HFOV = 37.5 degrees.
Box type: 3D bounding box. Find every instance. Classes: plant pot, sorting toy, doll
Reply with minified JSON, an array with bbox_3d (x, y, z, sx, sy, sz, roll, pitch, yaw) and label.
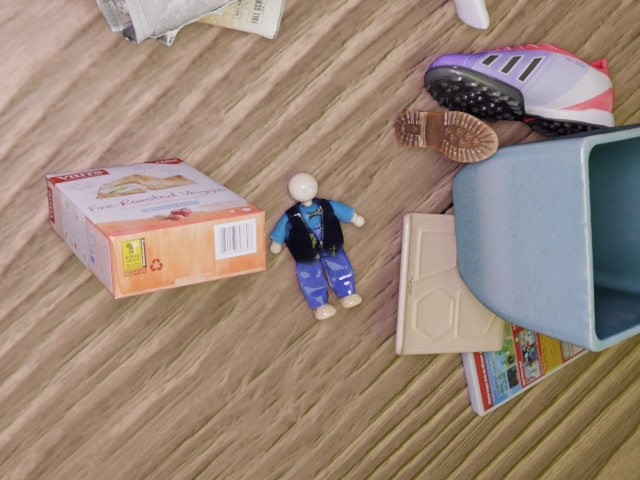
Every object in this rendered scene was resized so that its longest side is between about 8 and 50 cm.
[{"bbox_3d":[0.310,-0.023,1.213,0.247,0.252,0.247,-13,103,-38],"label":"plant pot"},{"bbox_3d":[0.184,0.060,1.316,0.208,0.038,0.193,2,93,-35],"label":"sorting toy"},{"bbox_3d":[0.000,0.000,1.193,0.129,0.046,0.189,-23,112,-12],"label":"doll"}]

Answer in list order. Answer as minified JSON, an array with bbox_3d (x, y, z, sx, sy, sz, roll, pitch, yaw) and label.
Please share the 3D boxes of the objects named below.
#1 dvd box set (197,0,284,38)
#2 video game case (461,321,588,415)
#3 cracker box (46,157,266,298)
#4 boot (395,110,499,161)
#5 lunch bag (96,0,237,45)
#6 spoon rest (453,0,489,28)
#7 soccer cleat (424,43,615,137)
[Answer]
[{"bbox_3d":[-0.203,-0.387,0.918,0.420,0.062,0.308,4,106,-32],"label":"dvd box set"},{"bbox_3d":[0.337,0.124,1.457,0.285,0.025,0.204,-26,119,-21],"label":"video game case"},{"bbox_3d":[-0.174,-0.021,0.966,0.155,0.232,0.067,-11,112,-28],"label":"cracker box"},{"bbox_3d":[0.177,-0.136,1.186,0.084,0.158,0.059,-4,108,-38],"label":"boot"},{"bbox_3d":[-0.128,-0.343,0.840,0.235,0.169,0.287,-31,117,-19],"label":"lunch bag"},{"bbox_3d":[0.250,-0.369,1.202,0.276,0.084,0.137,-44,127,-26],"label":"spoon rest"},{"bbox_3d":[0.269,-0.215,1.256,0.318,0.108,0.117,9,82,-31],"label":"soccer cleat"}]
